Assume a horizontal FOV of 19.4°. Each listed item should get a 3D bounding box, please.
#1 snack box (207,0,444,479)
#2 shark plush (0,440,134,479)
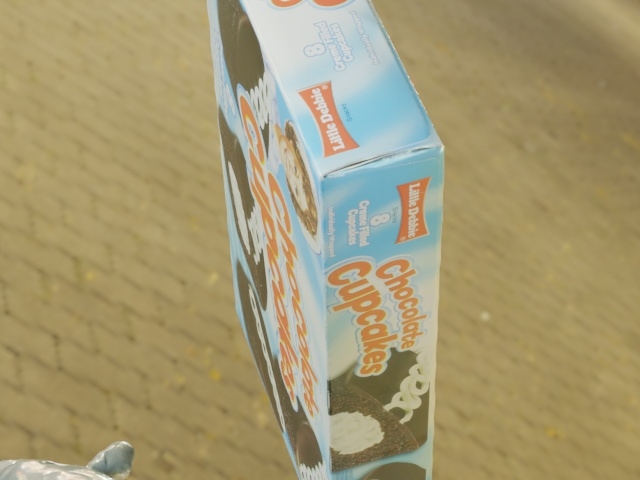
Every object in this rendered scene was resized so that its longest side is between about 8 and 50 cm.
[{"bbox_3d":[0.000,0.000,0.919,0.060,0.322,0.187,-15,52,-10],"label":"snack box"},{"bbox_3d":[-0.128,0.140,0.912,0.067,0.073,0.161,22,7,-16],"label":"shark plush"}]
